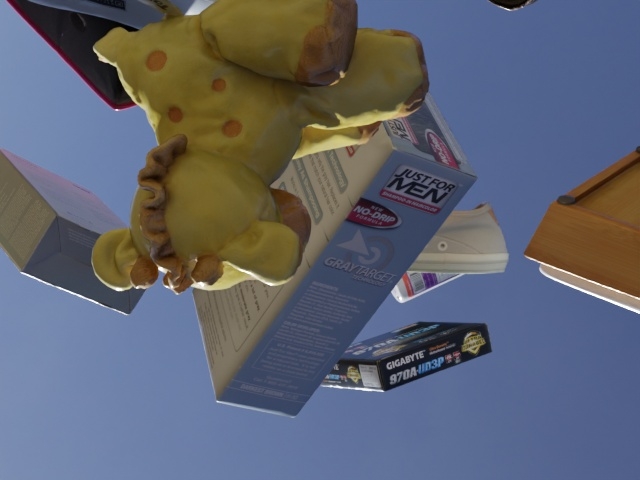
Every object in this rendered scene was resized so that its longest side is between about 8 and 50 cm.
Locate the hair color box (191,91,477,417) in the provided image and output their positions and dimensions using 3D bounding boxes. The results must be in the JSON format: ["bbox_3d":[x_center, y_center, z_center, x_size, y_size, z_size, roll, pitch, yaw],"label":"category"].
[{"bbox_3d":[0.000,0.000,1.262,0.374,0.114,0.185,-55,-146,29],"label":"hair color box"}]

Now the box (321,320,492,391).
[{"bbox_3d":[0.128,0.177,1.771,0.220,0.051,0.175,-15,-175,-32],"label":"box"}]

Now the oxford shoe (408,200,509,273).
[{"bbox_3d":[0.080,-0.013,1.825,0.169,0.449,0.130,177,-87,-86],"label":"oxford shoe"}]

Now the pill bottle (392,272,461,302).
[{"bbox_3d":[0.210,0.028,2.092,0.193,0.108,0.108,-24,-149,-7],"label":"pill bottle"}]

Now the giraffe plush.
[{"bbox_3d":[-0.049,-0.047,0.674,0.181,0.210,0.170,-21,-118,55],"label":"giraffe plush"}]

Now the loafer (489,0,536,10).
[{"bbox_3d":[0.144,-0.308,1.178,0.080,0.220,0.078,-32,-152,45],"label":"loafer"}]

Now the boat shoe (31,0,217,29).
[{"bbox_3d":[-0.214,-0.313,1.355,0.113,0.306,0.105,101,1,-65],"label":"boat shoe"}]

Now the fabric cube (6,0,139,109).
[{"bbox_3d":[-0.243,-0.384,1.559,0.254,0.259,0.258,-21,-137,23],"label":"fabric cube"}]

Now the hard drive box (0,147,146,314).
[{"bbox_3d":[-0.346,-0.016,1.517,0.089,0.181,0.232,-56,-137,5],"label":"hard drive box"}]

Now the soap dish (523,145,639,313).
[{"bbox_3d":[0.458,-0.021,1.571,0.229,0.118,0.291,23,-142,38],"label":"soap dish"}]
